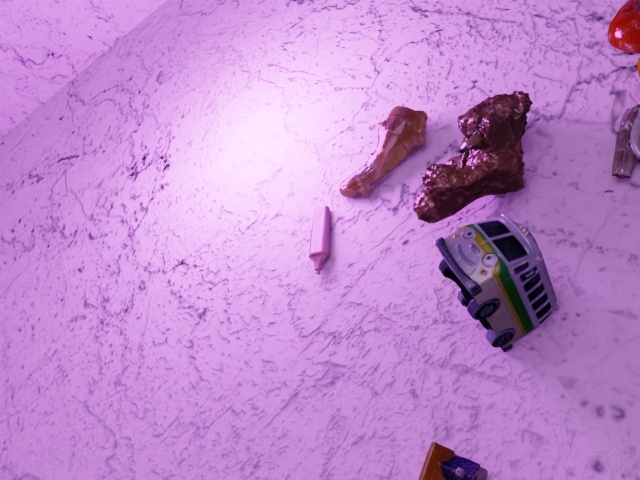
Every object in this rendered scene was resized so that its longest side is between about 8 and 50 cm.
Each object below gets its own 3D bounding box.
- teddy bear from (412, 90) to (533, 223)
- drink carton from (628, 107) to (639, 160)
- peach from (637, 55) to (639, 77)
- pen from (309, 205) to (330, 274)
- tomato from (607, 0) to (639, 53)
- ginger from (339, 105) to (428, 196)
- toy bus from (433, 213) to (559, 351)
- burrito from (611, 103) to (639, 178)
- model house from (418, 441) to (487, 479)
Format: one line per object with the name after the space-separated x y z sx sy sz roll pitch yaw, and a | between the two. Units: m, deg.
0.322 -0.195 1.276 0.296 0.246 0.222 -15 70 -10 | teddy bear
0.672 -0.229 1.104 0.146 0.142 0.144 16 72 20 | drink carton
0.725 -0.349 1.173 0.179 0.103 0.179 -5 32 3 | peach
0.000 0.000 1.492 0.053 0.032 0.197 -13 53 25 | pen
0.712 -0.490 1.309 0.155 0.069 0.155 -17 54 25 | tomato
0.154 -0.223 1.501 0.294 0.086 0.131 -44 70 8 | ginger
0.325 0.072 1.075 0.164 0.276 0.134 -34 50 6 | toy bus
0.624 -0.203 1.206 0.045 0.041 0.185 -1 59 43 | burrito
0.225 0.414 1.039 0.100 0.100 0.088 13 70 37 | model house
